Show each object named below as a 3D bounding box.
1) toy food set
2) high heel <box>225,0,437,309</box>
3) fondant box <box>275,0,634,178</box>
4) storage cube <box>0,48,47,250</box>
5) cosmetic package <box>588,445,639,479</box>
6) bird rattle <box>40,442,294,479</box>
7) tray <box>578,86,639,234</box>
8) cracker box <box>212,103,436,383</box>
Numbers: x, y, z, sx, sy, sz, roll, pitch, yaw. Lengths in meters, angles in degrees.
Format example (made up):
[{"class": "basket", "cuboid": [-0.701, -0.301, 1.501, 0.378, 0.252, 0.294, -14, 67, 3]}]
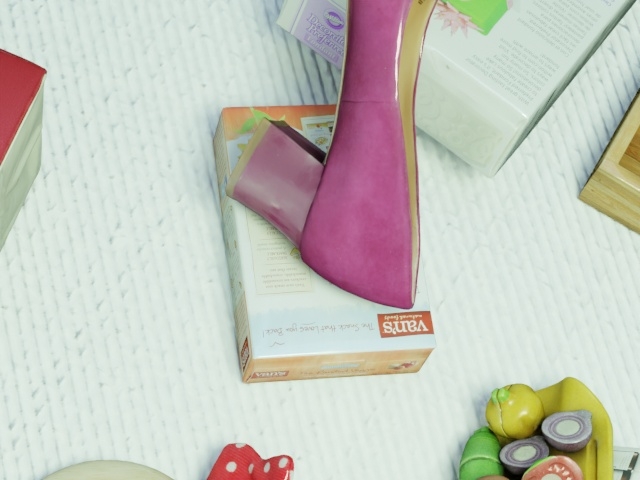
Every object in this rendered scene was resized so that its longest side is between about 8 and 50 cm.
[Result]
[{"class": "toy food set", "cuboid": [0.159, 0.189, 1.344, 0.128, 0.071, 0.218, -20, 42, 27]}, {"class": "high heel", "cuboid": [0.089, -0.136, 1.345, 0.181, 0.127, 0.377, 35, 109, 12]}, {"class": "fondant box", "cuboid": [0.150, -0.242, 1.539, 0.238, 0.096, 0.330, 37, 52, 6]}, {"class": "storage cube", "cuboid": [-0.339, -0.059, 1.347, 0.193, 0.184, 0.215, 22, 64, -1]}, {"class": "cosmetic package", "cuboid": [0.192, 0.274, 1.343, 0.060, 0.099, 0.239, 45, 58, -33]}, {"class": "bird rattle", "cuboid": [-0.143, 0.237, 1.292, 0.207, 0.143, 0.253, 24, 60, 18]}, {"class": "tray", "cuboid": [0.460, -0.021, 1.546, 0.411, 0.076, 0.203, 31, 65, 4]}, {"class": "cracker box", "cuboid": [0.000, 0.000, 1.450, 0.155, 0.067, 0.232, -2, 65, -13]}]
